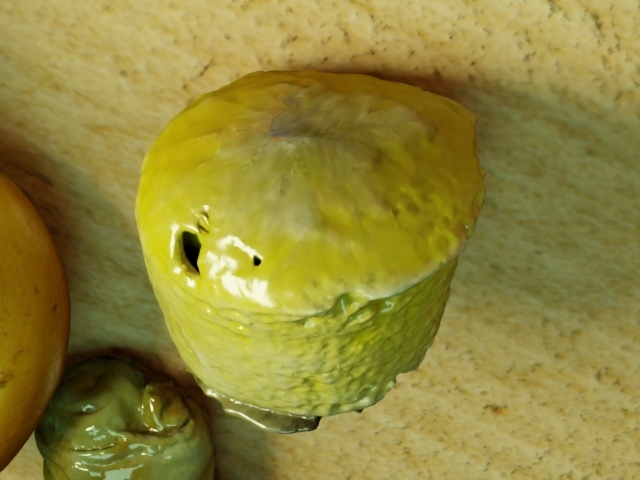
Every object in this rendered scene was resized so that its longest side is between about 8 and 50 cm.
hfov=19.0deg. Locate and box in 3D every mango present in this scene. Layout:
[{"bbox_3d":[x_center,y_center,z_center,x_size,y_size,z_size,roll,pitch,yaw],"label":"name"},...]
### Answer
[{"bbox_3d":[-0.241,0.053,1.190,0.187,0.138,0.257,43,126,-4],"label":"mango"}]

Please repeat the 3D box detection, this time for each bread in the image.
[{"bbox_3d":[-0.004,-0.001,1.048,0.197,0.197,0.170,5,139,7],"label":"bread"},{"bbox_3d":[-0.135,0.178,1.323,0.128,0.088,0.232,13,140,10],"label":"bread"}]
